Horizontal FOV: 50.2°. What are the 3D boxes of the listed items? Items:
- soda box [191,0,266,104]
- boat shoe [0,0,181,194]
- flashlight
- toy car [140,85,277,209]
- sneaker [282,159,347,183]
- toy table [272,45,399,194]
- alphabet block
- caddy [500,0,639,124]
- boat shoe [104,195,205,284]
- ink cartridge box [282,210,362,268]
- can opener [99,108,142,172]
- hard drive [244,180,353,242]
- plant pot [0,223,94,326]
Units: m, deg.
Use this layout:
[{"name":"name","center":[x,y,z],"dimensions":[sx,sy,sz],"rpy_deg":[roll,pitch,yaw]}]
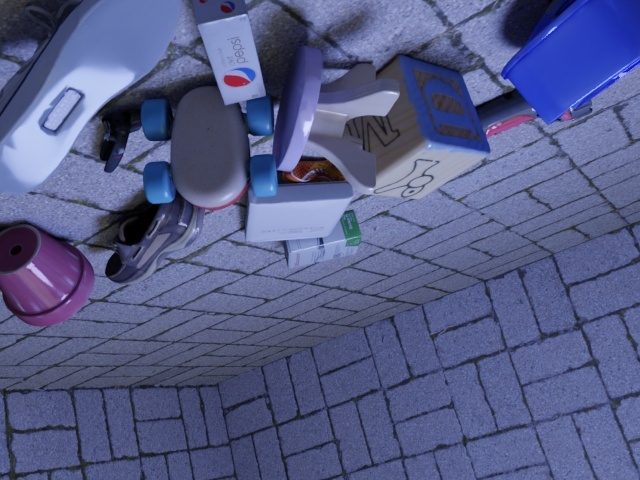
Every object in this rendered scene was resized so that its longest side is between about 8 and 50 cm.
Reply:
[{"name":"soda box","center":[-0.136,-0.295,1.038],"dimensions":[0.074,0.069,0.216],"rpy_deg":[-14,160,-2]},{"name":"boat shoe","center":[-0.350,-0.242,0.939],"dimensions":[0.367,0.156,0.136],"rpy_deg":[-50,148,8]},{"name":"flashlight","center":[0.429,-0.266,1.498],"dimensions":[0.304,0.103,0.103],"rpy_deg":[-23,162,18]},{"name":"toy car","center":[-0.184,-0.149,1.242],"dimensions":[0.219,0.210,0.238],"rpy_deg":[-4,174,1]},{"name":"sneaker","center":[-0.008,-0.156,1.564],"dimensions":[0.175,0.064,0.067],"rpy_deg":[4,175,-36]},{"name":"toy table","center":[0.019,-0.207,1.174],"dimensions":[0.161,0.252,0.274],"rpy_deg":[7,168,-14]},{"name":"alphabet block","center":[0.175,-0.209,1.322],"dimensions":[0.192,0.193,0.197],"rpy_deg":[4,153,-41]},{"name":"caddy","center":[0.467,-0.357,1.167],"dimensions":[0.241,0.179,0.341],"rpy_deg":[-31,174,-39]},{"name":"boat shoe","center":[-0.410,-0.013,1.575],"dimensions":[0.130,0.132,0.355],"rpy_deg":[28,133,-34]},{"name":"ink cartridge box","center":[0.000,0.000,1.935],"dimensions":[0.208,0.086,0.153],"rpy_deg":[-13,161,-9]},{"name":"can opener","center":[-0.366,-0.171,1.225],"dimensions":[0.073,0.059,0.186],"rpy_deg":[-4,158,-31]},{"name":"hard drive","center":[-0.065,-0.064,1.672],"dimensions":[0.233,0.047,0.353],"rpy_deg":[-4,167,-9]},{"name":"plant pot","center":[-0.634,0.065,1.514],"dimensions":[0.201,0.201,0.180],"rpy_deg":[-16,145,2]}]
